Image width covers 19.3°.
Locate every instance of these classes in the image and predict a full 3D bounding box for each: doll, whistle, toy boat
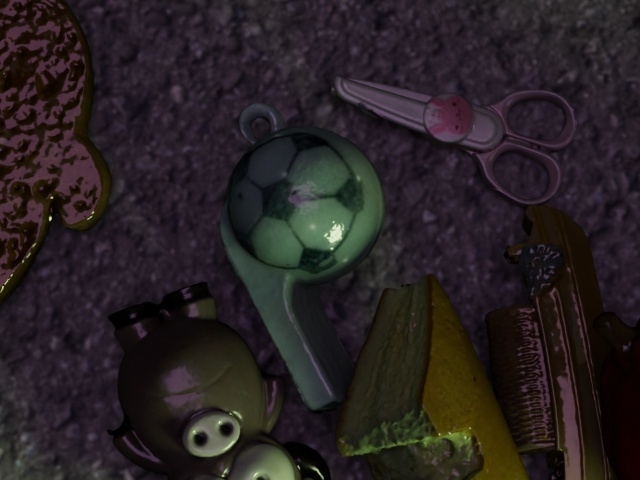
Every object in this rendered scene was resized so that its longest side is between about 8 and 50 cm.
[{"bbox_3d":[-0.102,0.170,1.744,0.182,0.117,0.257,-20,78,-10],"label":"doll"},{"bbox_3d":[0.000,0.000,1.760,0.163,0.163,0.289,-27,84,-6],"label":"whistle"},{"bbox_3d":[0.216,0.121,1.773,0.115,0.089,0.310,-9,81,0],"label":"toy boat"}]

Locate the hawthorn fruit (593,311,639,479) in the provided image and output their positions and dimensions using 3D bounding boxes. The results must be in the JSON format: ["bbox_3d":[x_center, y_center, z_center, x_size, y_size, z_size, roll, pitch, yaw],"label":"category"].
[{"bbox_3d":[0.366,0.156,1.635,0.307,0.265,0.265,33,81,-10],"label":"hawthorn fruit"}]

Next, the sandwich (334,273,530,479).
[{"bbox_3d":[0.092,0.161,1.713,0.128,0.122,0.235,-25,92,-46],"label":"sandwich"}]

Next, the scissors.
[{"bbox_3d":[0.127,-0.117,1.842,0.242,0.030,0.118,18,79,0],"label":"scissors"}]

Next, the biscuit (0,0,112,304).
[{"bbox_3d":[-0.349,-0.094,1.814,0.314,0.063,0.367,19,80,0],"label":"biscuit"}]
